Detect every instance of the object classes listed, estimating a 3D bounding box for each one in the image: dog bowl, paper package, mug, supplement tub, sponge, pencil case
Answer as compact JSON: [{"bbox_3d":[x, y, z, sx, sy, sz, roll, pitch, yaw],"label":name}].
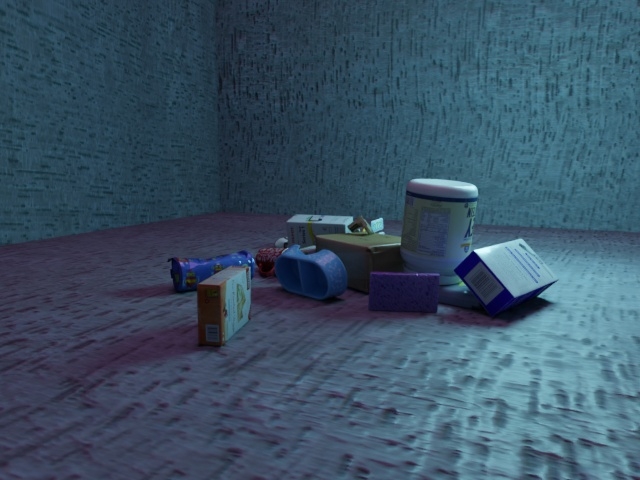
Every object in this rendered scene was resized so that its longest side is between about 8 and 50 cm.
[{"bbox_3d":[-0.043,0.112,1.723,0.297,0.166,0.074,9,25,44],"label":"dog bowl"},{"bbox_3d":[0.181,0.072,1.934,0.309,0.168,0.324,-5,9,-37],"label":"paper package"},{"bbox_3d":[-0.190,0.081,2.059,0.150,0.113,0.169,-6,7,-43],"label":"mug"},{"bbox_3d":[0.393,-0.035,1.723,0.235,0.325,0.235,3,13,-1],"label":"supplement tub"},{"bbox_3d":[0.251,0.156,1.548,0.209,0.117,0.031,2,10,6],"label":"sponge"},{"bbox_3d":[-0.393,0.107,1.844,0.306,0.120,0.133,-6,9,-35],"label":"pencil case"}]

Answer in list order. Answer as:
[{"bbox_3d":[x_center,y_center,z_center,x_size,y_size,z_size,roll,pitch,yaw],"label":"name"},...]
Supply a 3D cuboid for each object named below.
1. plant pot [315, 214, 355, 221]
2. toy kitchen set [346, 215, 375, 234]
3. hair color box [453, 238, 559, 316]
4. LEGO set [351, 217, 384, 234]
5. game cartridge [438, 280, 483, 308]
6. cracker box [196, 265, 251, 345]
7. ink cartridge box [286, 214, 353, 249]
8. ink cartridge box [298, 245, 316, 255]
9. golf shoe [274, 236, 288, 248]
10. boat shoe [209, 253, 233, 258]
[{"bbox_3d":[0.036,-0.046,2.551,0.234,0.166,0.166,11,8,-2],"label":"plant pot"},{"bbox_3d":[0.164,-0.035,2.016,0.068,0.075,0.083,43,14,-43],"label":"toy kitchen set"},{"bbox_3d":[0.593,0.109,1.619,0.338,0.110,0.185,-9,55,-43],"label":"hair color box"},{"bbox_3d":[0.206,0.017,2.199,0.244,0.183,0.060,-18,21,-40],"label":"LEGO set"},{"bbox_3d":[0.504,0.165,1.720,0.196,0.060,0.294,3,8,41],"label":"game cartridge"},{"bbox_3d":[-0.249,0.165,1.351,0.067,0.156,0.232,2,9,10],"label":"cracker box"},{"bbox_3d":[0.000,0.000,2.239,0.278,0.202,0.117,3,20,21],"label":"ink cartridge box"},{"bbox_3d":[-0.060,0.088,2.004,0.062,0.109,0.209,5,10,31],"label":"ink cartridge box"},{"bbox_3d":[-0.147,0.024,2.525,0.198,0.077,0.094,2,9,19],"label":"golf shoe"},{"bbox_3d":[-0.385,0.090,2.082,0.223,0.080,0.073,-8,16,-19],"label":"boat shoe"}]
